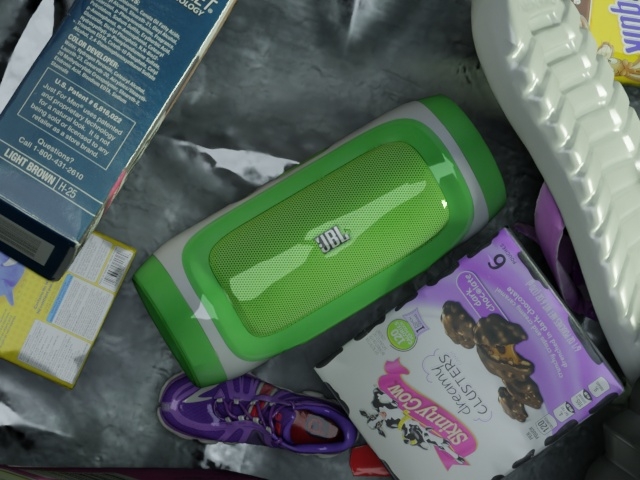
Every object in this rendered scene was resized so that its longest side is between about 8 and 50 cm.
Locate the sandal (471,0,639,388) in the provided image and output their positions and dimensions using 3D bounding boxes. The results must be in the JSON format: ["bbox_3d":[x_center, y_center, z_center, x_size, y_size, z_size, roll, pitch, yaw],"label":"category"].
[{"bbox_3d":[0.210,-0.039,1.616,0.169,0.102,0.416,-47,119,-49],"label":"sandal"}]

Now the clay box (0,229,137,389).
[{"bbox_3d":[-0.276,0.019,1.580,0.222,0.053,0.127,26,83,-6],"label":"clay box"}]

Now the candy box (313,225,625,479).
[{"bbox_3d":[0.121,0.111,1.589,0.196,0.070,0.165,-37,86,7],"label":"candy box"}]

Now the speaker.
[{"bbox_3d":[0.000,0.000,1.589,0.296,0.131,0.131,-31,93,-9],"label":"speaker"}]

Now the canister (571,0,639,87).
[{"bbox_3d":[0.232,-0.194,1.659,0.170,0.073,0.126,6,88,-7],"label":"canister"}]

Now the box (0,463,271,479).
[{"bbox_3d":[-0.154,0.303,1.528,0.213,0.117,0.243,6,88,-29],"label":"box"}]

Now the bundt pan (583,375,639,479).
[{"bbox_3d":[0.342,0.201,1.589,0.330,0.124,0.331,-15,118,-29],"label":"bundt pan"}]

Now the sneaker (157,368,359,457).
[{"bbox_3d":[-0.049,0.141,1.604,0.170,0.071,0.068,8,87,-8],"label":"sneaker"}]

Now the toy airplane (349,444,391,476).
[{"bbox_3d":[0.098,0.154,1.649,0.151,0.028,0.151,0,89,-8],"label":"toy airplane"}]

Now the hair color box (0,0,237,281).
[{"bbox_3d":[-0.150,-0.148,1.517,0.105,0.174,0.347,32,74,-6],"label":"hair color box"}]
